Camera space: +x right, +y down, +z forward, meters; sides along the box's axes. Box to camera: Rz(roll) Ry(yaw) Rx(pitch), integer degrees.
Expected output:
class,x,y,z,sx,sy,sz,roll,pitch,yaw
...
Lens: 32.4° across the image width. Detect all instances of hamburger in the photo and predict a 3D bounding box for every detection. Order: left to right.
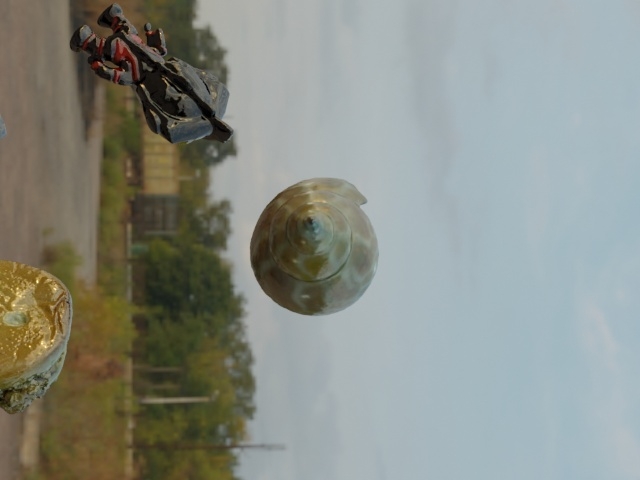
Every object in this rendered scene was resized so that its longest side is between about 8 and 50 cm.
class,x,y,z,sx,sy,sz,roll,pitch,yaw
hamburger,-0.417,0.131,1.422,0.122,0.190,0.215,103,-18,-46

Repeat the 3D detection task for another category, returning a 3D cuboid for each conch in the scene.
class,x,y,z,sx,sy,sz,roll,pitch,yaw
conch,-0.010,0.004,0.929,0.116,0.106,0.173,-55,-154,19

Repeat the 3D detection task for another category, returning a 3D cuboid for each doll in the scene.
class,x,y,z,sx,sy,sz,roll,pitch,yaw
doll,-0.216,-0.213,1.480,0.127,0.249,0.088,-53,178,-7

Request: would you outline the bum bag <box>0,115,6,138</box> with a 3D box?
class,x,y,z,sx,sy,sz,roll,pitch,yaw
bum bag,-0.536,-0.260,1.656,0.102,0.069,0.248,-121,-168,-75
